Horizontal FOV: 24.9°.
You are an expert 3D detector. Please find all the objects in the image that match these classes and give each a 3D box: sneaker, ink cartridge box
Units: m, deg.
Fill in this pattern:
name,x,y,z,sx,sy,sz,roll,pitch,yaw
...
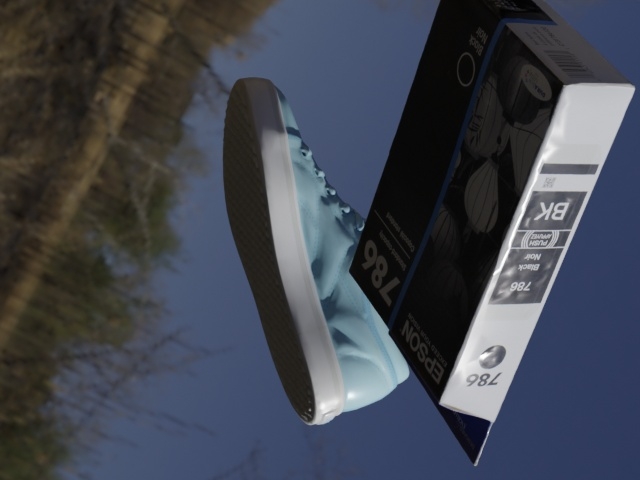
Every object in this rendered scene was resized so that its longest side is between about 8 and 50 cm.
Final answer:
name,x,y,z,sx,sy,sz,roll,pitch,yaw
sneaker,0.000,0.000,1.525,0.135,0.150,0.366,-5,-81,66
ink cartridge box,0.103,-0.009,1.039,0.165,0.065,0.332,55,-41,46
